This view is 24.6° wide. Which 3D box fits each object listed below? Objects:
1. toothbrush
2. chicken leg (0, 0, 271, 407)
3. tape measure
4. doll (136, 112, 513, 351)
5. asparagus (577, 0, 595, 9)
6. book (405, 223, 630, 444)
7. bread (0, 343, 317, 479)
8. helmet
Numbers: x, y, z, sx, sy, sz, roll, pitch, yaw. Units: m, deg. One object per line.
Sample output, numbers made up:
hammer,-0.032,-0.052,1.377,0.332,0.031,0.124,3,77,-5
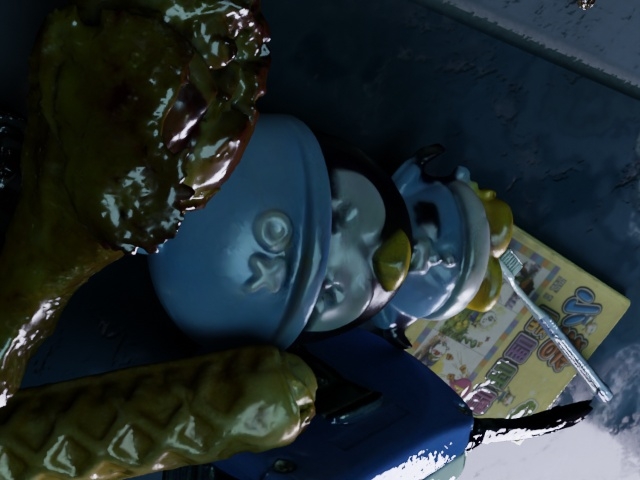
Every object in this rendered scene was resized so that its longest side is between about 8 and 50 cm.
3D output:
toothbrush,0.199,0.073,1.253,0.019,0.016,0.219,-45,126,-6
chicken leg,-0.129,-0.034,0.862,0.140,0.211,0.361,18,103,-21
tape measure,0.043,0.126,1.138,0.351,0.215,0.098,-20,129,-44
doll,0.000,0.000,1.062,0.314,0.141,0.177,3,101,-31
asparagus,0.204,-0.284,1.062,0.024,0.025,0.248,-42,143,-54
book,0.157,0.078,1.255,0.192,0.013,0.168,29,103,-35
bread,-0.182,0.132,0.989,0.368,0.084,0.077,-10,80,2
helmet,-0.225,-0.041,0.978,0.098,0.070,0.123,-27,130,-19
